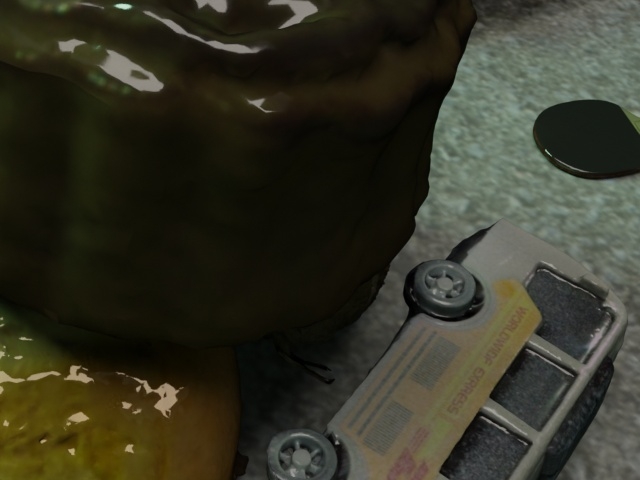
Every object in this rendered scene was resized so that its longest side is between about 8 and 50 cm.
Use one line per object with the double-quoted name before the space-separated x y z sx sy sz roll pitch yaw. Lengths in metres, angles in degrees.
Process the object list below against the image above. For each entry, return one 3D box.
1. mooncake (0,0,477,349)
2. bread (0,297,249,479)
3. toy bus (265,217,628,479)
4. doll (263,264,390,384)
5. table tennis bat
"mooncake" -0.081 -0.111 0.637 0.323 0.187 0.324 11 40 -9
"bread" -0.138 0.075 0.671 0.204 0.163 0.262 2 40 -19
"toy bus" 0.062 0.125 0.703 0.138 0.097 0.342 30 49 19
"doll" -0.005 0.001 0.790 0.105 0.115 0.221 -5 22 13
"table tennis bat" 0.251 -0.089 0.999 0.156 0.013 0.087 -9 49 -17
